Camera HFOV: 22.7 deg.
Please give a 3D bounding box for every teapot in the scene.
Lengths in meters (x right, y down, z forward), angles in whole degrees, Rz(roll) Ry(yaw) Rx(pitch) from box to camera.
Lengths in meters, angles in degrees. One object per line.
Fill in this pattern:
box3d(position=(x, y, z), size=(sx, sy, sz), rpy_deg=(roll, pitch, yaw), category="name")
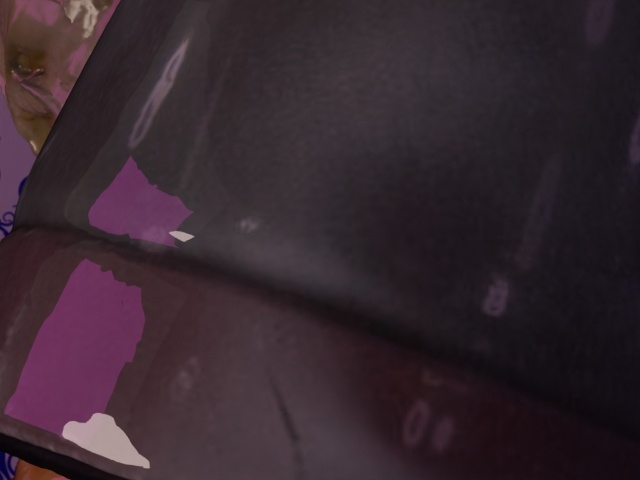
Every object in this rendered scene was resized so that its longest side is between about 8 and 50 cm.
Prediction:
box3d(position=(0.054, -0.032, 0.553), size=(0.315, 0.233, 0.312), rpy_deg=(53, -123, -69), category="teapot")

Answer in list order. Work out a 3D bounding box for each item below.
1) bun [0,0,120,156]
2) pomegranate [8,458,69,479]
box3d(position=(-0.134, -0.122, 1.257), size=(0.213, 0.361, 0.361), rpy_deg=(-27, -23, -38), category="bun")
box3d(position=(-0.071, 0.162, 0.856), size=(0.209, 0.209, 0.209), rpy_deg=(-163, 90, -79), category="pomegranate")
